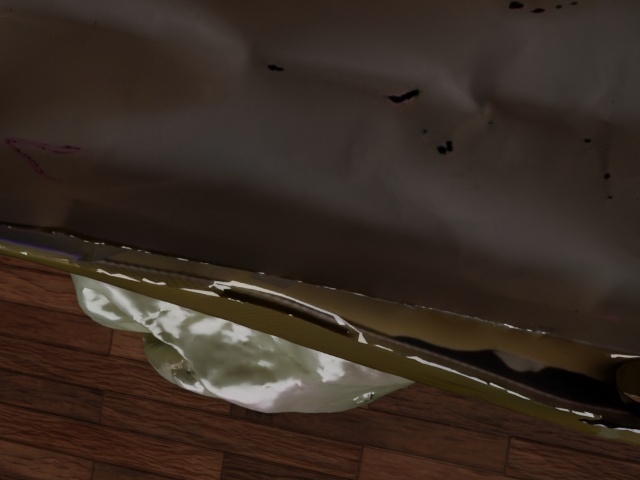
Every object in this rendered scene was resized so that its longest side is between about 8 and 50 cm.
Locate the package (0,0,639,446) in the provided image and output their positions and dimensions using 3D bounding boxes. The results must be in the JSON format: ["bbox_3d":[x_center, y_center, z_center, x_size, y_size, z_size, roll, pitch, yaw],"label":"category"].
[{"bbox_3d":[0.004,-0.027,0.694,0.311,0.165,0.221,11,168,4],"label":"package"}]

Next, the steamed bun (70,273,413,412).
[{"bbox_3d":[0.000,0.000,1.160,0.280,0.207,0.268,-2,-141,16],"label":"steamed bun"}]
